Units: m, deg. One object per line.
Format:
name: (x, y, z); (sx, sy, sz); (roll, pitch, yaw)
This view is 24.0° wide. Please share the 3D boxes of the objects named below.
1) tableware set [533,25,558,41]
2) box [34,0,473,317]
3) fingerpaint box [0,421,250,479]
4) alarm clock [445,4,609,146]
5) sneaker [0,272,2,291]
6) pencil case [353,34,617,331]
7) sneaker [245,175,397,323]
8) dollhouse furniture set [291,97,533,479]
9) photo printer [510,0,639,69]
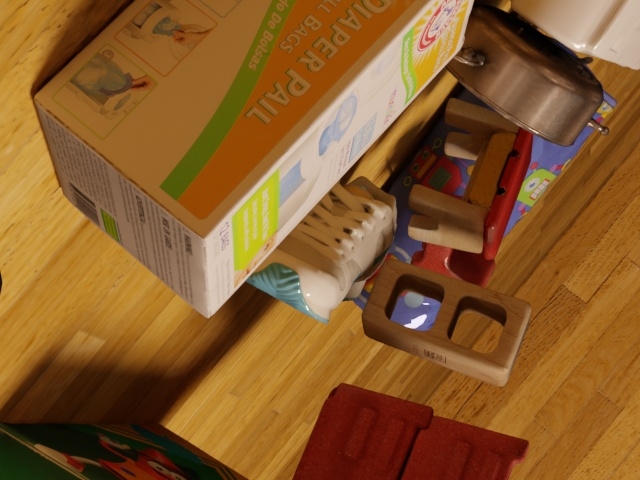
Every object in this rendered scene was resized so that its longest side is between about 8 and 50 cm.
tableware set: (0.269, -0.257, 1.434); (0.194, 0.039, 0.128); (-42, 165, -36)
box: (-0.025, -0.082, 0.724); (0.203, 0.103, 0.114); (-47, 168, -18)
fingerpaint box: (-0.206, 0.359, 1.062); (0.445, 0.163, 0.371); (-61, 168, -2)
alarm clock: (0.149, -0.135, 1.173); (0.192, 0.129, 0.064); (5, 124, -51)
sneaker: (-0.186, 0.038, 0.533); (0.146, 0.102, 0.293); (-53, 173, -9)
pencil case: (0.141, -0.049, 1.383); (0.133, 0.119, 0.306); (16, 115, -51)
sneaker: (0.000, 0.000, 1.133); (0.092, 0.087, 0.228); (-61, 173, 12)
dollhouse furniture set: (0.111, 0.105, 1.207); (0.201, 0.152, 0.374); (83, 28, -65)
photo printer: (0.288, -0.291, 1.218); (0.307, 0.107, 0.256); (-58, 164, 15)
